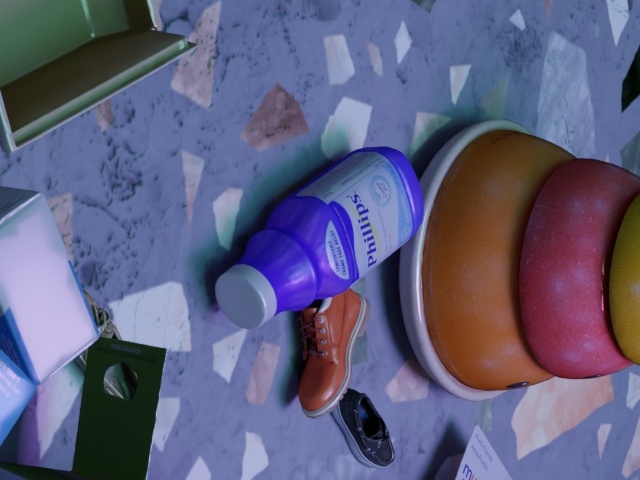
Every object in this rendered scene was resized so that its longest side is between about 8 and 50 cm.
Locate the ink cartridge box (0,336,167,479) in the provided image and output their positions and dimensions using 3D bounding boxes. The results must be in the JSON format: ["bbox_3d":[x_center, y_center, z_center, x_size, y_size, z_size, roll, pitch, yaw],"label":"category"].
[{"bbox_3d":[-0.227,0.206,1.442,0.097,0.189,0.255,11,85,-27],"label":"ink cartridge box"}]

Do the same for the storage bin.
[{"bbox_3d":[-0.244,-0.248,1.418,0.260,0.123,0.262,-36,122,-43],"label":"storage bin"}]

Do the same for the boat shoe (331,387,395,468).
[{"bbox_3d":[0.056,0.221,1.941,0.049,0.040,0.142,-60,137,-27],"label":"boat shoe"}]

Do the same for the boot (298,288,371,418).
[{"bbox_3d":[-0.002,0.114,1.843,0.084,0.059,0.158,43,54,-43],"label":"boot"}]

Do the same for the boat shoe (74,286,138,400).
[{"bbox_3d":[-0.204,0.106,1.582,0.056,0.048,0.153,-45,128,-39],"label":"boat shoe"}]

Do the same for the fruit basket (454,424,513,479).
[{"bbox_3d":[0.216,0.464,2.088,0.327,0.165,0.353,57,49,-40],"label":"fruit basket"}]

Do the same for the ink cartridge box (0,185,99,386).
[{"bbox_3d":[-0.286,0.028,1.349,0.082,0.190,0.140,-42,126,-39],"label":"ink cartridge box"}]

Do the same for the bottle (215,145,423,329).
[{"bbox_3d":[0.000,0.000,1.793,0.283,0.092,0.118,-36,117,-43],"label":"bottle"}]

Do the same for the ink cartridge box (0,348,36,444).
[{"bbox_3d":[-0.391,0.150,1.226,0.198,0.197,0.270,54,55,-41],"label":"ink cartridge box"}]

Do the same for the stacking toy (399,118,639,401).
[{"bbox_3d":[0.362,0.042,1.950,0.350,0.480,0.351,-10,103,-51],"label":"stacking toy"}]
